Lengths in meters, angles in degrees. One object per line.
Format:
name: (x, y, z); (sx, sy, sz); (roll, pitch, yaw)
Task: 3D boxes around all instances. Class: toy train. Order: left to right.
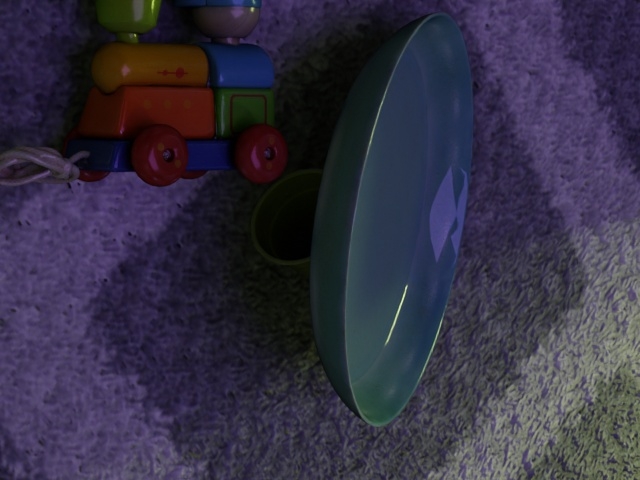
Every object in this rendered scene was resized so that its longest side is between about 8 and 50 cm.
toy train: (-0.136, -0.109, 1.205); (0.248, 0.105, 0.143); (-3, 95, -41)

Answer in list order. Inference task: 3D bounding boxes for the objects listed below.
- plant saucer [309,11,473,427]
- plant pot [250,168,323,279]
plant saucer: (0.054, -0.018, 1.352); (0.317, 0.044, 0.317); (9, 90, -72)
plant pot: (0.000, 0.000, 1.376); (0.083, 0.083, 0.079); (-56, 143, -13)
